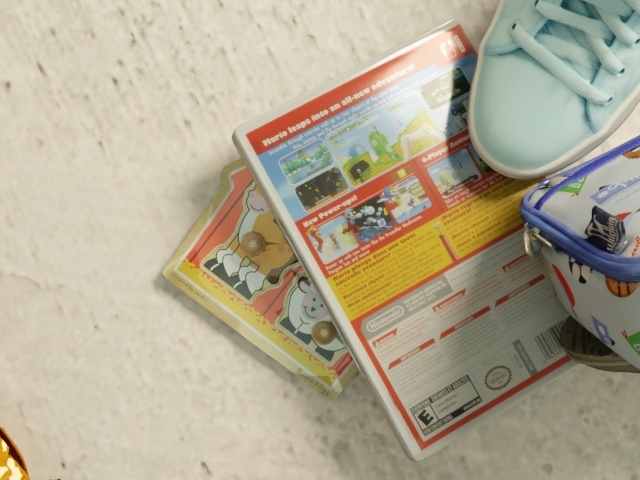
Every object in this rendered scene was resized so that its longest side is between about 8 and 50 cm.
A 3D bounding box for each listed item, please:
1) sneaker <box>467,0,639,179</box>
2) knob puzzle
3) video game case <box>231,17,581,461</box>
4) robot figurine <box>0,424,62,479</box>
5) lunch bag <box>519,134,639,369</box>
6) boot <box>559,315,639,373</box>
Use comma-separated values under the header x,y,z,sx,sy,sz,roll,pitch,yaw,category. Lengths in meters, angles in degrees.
x,y,z,sx,sy,sz,roll,pitch,yaw,category
0.210,-0.202,0.842,0.135,0.150,0.365,35,104,15,sneaker
0.000,0.000,0.953,0.213,0.030,0.213,0,88,0,knob puzzle
0.087,-0.004,0.935,0.204,0.025,0.285,-28,89,-13,video game case
-0.271,0.227,0.898,0.211,0.085,0.291,-38,89,-35,robot figurine
0.289,-0.032,0.834,0.303,0.243,0.115,-26,109,-3,lunch bag
0.301,0.123,0.909,0.208,0.190,0.076,54,46,-33,boot
